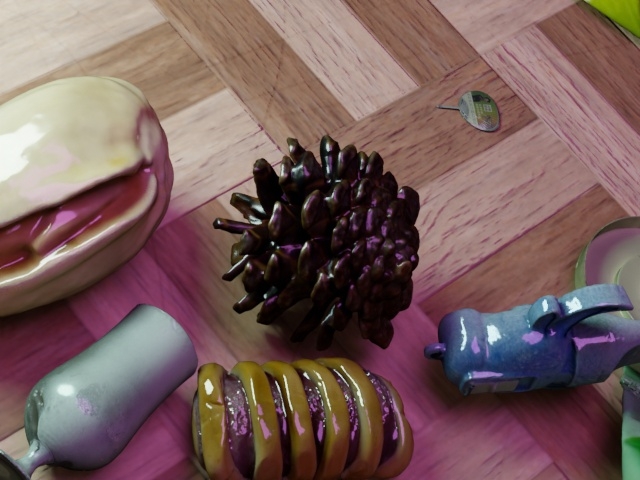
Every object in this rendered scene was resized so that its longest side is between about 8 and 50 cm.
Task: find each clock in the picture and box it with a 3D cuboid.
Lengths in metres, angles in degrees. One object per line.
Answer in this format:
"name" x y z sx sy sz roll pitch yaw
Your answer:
"clock" 0.402 0.070 1.850 0.235 0.029 0.235 13 47 -15

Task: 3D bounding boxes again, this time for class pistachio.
"pistachio" -0.277 -0.042 1.572 0.318 0.214 0.193 -30 113 -28

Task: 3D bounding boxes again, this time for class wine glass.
"wine glass" -0.218 0.158 1.504 0.103 0.103 0.231 40 51 7

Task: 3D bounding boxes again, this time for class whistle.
"whistle" 0.238 0.110 1.682 0.269 0.180 0.093 -3 57 -14

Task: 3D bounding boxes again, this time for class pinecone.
"pinecone" -0.003 0.000 1.641 0.201 0.229 0.202 -9 34 12

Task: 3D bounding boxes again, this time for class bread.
"bread" -0.020 0.174 1.587 0.225 0.081 0.134 -3 58 -24

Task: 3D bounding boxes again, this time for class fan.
"fan" 0.183 -0.163 1.953 0.080 0.003 0.060 27 51 -3

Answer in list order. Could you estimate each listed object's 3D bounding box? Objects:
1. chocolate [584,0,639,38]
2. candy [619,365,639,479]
"chocolate" 0.533 -0.364 2.150 0.288 0.137 0.301 34 51 3
"candy" 0.389 0.287 1.635 0.263 0.172 0.398 36 39 -1
